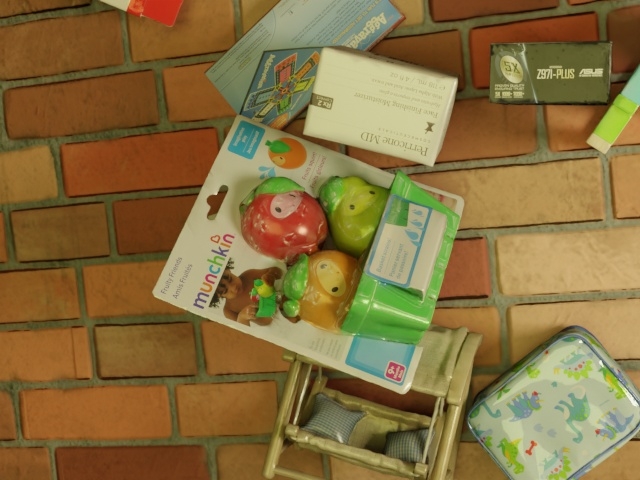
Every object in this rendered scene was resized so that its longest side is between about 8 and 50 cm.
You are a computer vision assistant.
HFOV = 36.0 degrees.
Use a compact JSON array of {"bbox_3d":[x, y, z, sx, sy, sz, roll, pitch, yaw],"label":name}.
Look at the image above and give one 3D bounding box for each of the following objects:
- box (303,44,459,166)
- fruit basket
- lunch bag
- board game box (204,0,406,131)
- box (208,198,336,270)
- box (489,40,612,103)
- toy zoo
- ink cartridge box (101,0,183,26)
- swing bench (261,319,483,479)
[{"bbox_3d":[0.087,-0.186,1.334,0.181,0.182,0.119,14,104,6],"label":"box"},{"bbox_3d":[0.000,0.000,1.322,0.353,0.327,0.165,25,147,-5],"label":"fruit basket"},{"bbox_3d":[0.328,0.242,1.369,0.219,0.090,0.176,-43,82,16],"label":"lunch bag"},{"bbox_3d":[-0.026,-0.286,1.450,0.281,0.027,0.145,-40,83,16],"label":"board game box"},{"bbox_3d":[-0.063,0.006,1.485,0.186,0.038,0.145,-15,91,18],"label":"box"},{"bbox_3d":[0.303,-0.215,1.283,0.148,0.180,0.077,2,98,17],"label":"box"},{"bbox_3d":[0.430,-0.240,1.238,0.030,0.192,0.293,34,103,9],"label":"toy zoo"},{"bbox_3d":[-0.306,-0.422,1.465,0.231,0.078,0.134,21,102,-13],"label":"ink cartridge box"},{"bbox_3d":[0.077,0.229,1.402,0.253,0.165,0.254,12,98,15],"label":"swing bench"}]
